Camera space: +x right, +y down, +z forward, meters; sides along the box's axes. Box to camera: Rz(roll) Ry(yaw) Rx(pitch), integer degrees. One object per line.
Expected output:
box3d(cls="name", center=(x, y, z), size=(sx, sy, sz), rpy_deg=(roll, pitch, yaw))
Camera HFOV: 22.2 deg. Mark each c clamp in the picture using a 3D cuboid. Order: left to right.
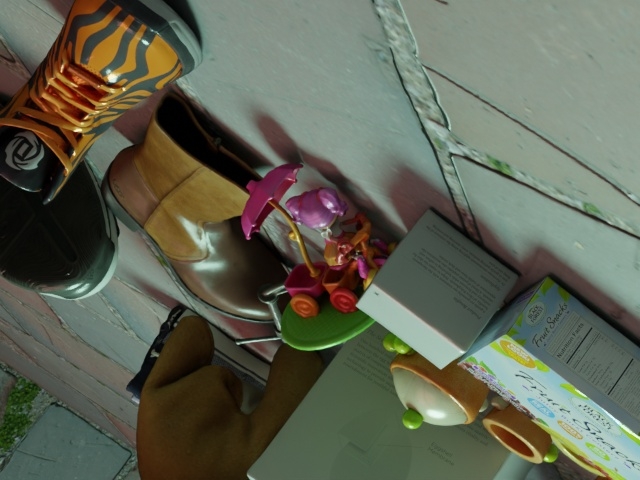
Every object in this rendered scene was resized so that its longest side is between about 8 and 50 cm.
box3d(cls="c clamp", center=(-0.029, 0.076, 1.765), size=(0.137, 0.022, 0.160), rpy_deg=(-8, 154, -2))

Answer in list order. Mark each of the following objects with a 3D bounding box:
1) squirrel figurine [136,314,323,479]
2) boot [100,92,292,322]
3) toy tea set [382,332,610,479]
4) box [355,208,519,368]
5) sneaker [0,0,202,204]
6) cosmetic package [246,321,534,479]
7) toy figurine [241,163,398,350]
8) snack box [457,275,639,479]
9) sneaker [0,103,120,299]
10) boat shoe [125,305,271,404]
box3d(cls="squirrel figurine", center=(-0.049, 0.322, 2.007), size=(0.370, 0.397, 0.281), rpy_deg=(13, 144, 28))
box3d(cls="boot", center=(-0.094, -0.029, 1.702), size=(0.264, 0.096, 0.280), rpy_deg=(47, 156, -5))
box3d(cls="toy tea set", center=(0.190, 0.196, 1.589), size=(0.336, 0.124, 0.200), rpy_deg=(35, 164, 8))
box3d(cls="box", center=(0.100, 0.044, 1.422), size=(0.101, 0.087, 0.102), rpy_deg=(37, 164, 2))
box3d(cls="sneaker", center=(-0.214, -0.122, 1.456), size=(0.124, 0.180, 0.321), rpy_deg=(39, 164, -5))
box3d(cls="cosmetic package", center=(0.083, 0.241, 1.762), size=(0.224, 0.224, 0.138), rpy_deg=(31, 163, 22))
box3d(cls="toy figurine", center=(0.000, 0.000, 1.511), size=(0.173, 0.130, 0.159), rpy_deg=(-7, 127, 38))
box3d(cls="snack box", center=(0.236, 0.132, 1.411), size=(0.207, 0.070, 0.174), rpy_deg=(36, 165, 0))
box3d(cls="sneaker", center=(-0.302, -0.023, 1.995), size=(0.257, 0.169, 0.447), rpy_deg=(38, -179, -40))
box3d(cls="boat shoe", center=(-0.120, 0.250, 2.347), size=(0.340, 0.158, 0.127), rpy_deg=(32, 164, 18))
